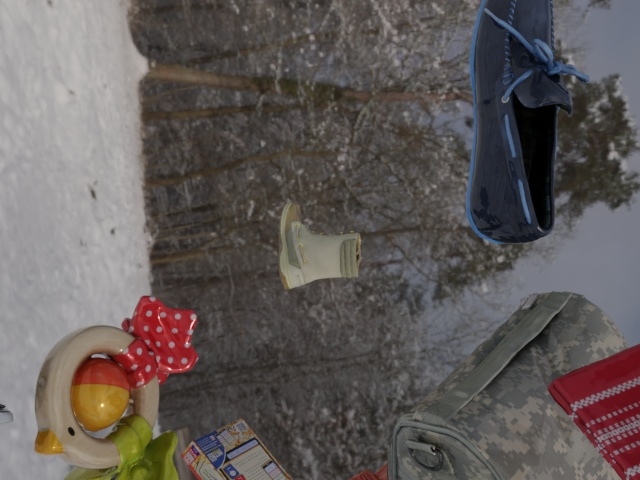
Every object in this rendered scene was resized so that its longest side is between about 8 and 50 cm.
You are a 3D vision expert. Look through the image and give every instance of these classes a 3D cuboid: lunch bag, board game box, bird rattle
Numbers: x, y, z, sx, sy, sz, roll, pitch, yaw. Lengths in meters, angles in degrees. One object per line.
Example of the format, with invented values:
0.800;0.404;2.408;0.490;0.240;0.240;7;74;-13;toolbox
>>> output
0.223;0.223;0.709;0.212;0.305;0.256;3;-65;48;lunch bag
-0.129;0.412;1.143;0.193;0.146;0.045;46;-68;19;board game box
-0.237;0.180;0.786;0.207;0.143;0.254;36;56;-52;bird rattle

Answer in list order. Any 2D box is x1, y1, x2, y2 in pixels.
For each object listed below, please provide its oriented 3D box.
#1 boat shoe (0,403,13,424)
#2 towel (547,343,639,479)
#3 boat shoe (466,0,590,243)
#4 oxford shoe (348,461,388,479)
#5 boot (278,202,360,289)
-0.466;0.205;0.861;0.183;0.065;0.083;70;4;-73;boat shoe
0.324;0.176;0.480;0.031;0.198;0.275;88;-22;-45;towel
0.202;-0.126;0.618;0.089;0.108;0.259;8;-78;58;boat shoe
0.143;0.348;0.928;0.097;0.271;0.099;-141;-152;-72;oxford shoe
0.000;0.000;1.349;0.077;0.164;0.213;72;12;-47;boot
